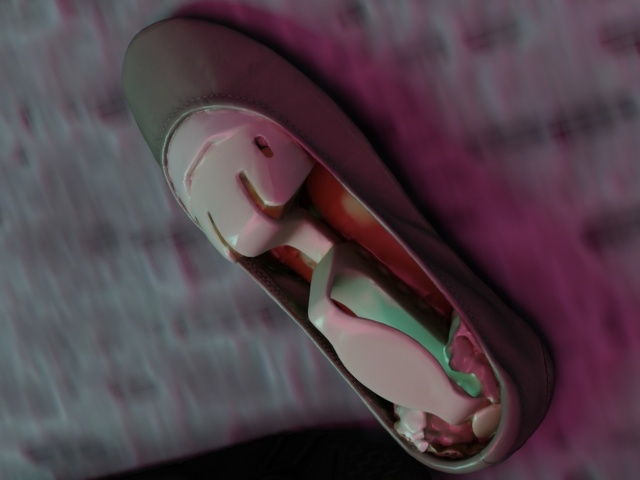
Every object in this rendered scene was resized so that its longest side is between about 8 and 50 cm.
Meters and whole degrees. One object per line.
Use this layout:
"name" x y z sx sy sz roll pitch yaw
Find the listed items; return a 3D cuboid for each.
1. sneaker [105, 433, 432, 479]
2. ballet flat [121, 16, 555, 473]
"sneaker" -0.036 0.155 0.746 0.227 0.087 0.130 -18 102 30
"ballet flat" 0.000 0.000 0.684 0.213 0.068 0.072 44 118 3
